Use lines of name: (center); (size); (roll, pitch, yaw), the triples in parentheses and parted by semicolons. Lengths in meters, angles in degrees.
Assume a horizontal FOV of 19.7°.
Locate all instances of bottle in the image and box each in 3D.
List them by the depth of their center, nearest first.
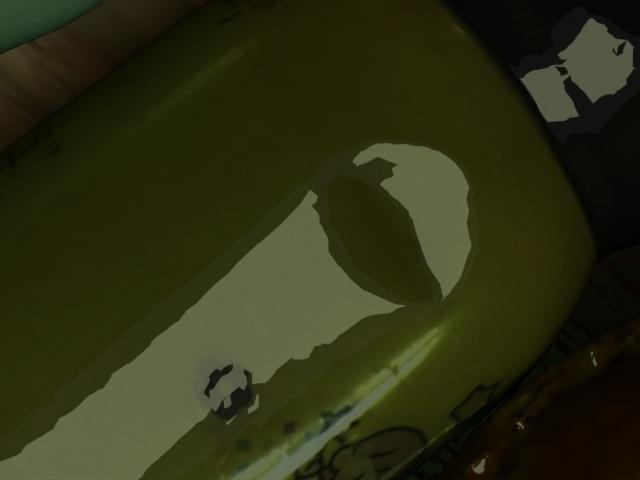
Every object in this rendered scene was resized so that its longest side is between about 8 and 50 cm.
bottle: (0.000, 0.000, 0.610); (0.351, 0.171, 0.171); (-36, 107, -6)

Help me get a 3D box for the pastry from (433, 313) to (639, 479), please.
pastry: (0.161, 0.153, 0.643); (0.356, 0.164, 0.356); (-19, 130, -24)

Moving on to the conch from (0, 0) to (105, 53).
conch: (-0.138, -0.144, 0.586); (0.221, 0.121, 0.185); (-35, 78, -1)
